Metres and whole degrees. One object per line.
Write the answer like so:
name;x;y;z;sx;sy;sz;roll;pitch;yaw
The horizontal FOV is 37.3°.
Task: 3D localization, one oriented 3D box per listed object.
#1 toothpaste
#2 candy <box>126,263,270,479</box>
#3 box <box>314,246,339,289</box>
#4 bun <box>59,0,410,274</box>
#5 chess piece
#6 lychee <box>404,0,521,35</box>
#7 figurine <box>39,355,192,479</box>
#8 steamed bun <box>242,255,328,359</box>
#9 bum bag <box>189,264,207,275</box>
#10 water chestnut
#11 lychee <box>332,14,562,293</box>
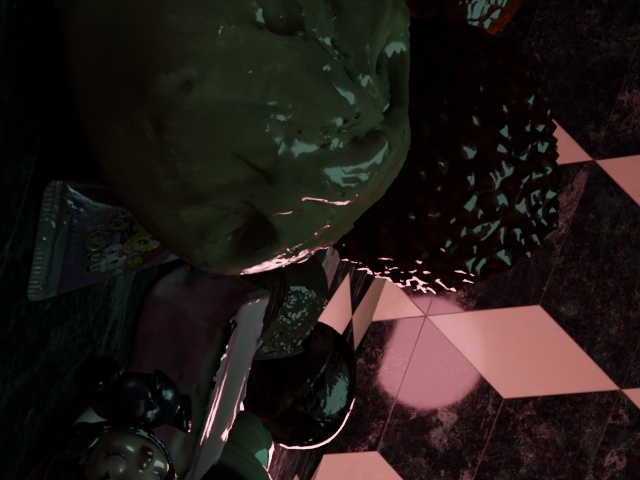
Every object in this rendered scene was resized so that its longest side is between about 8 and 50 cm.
toothpaste;-0.137;-0.022;0.885;0.299;0.073;0.114;-16;132;-50
candy;-0.158;0.170;1.145;0.155;0.116;0.265;-42;150;-69
box;0.001;0.000;1.709;0.139;0.073;0.194;4;106;-78
bun;-0.034;-0.140;0.774;0.362;0.235;0.326;49;46;-55
chess piece;-0.147;0.349;1.401;0.299;0.195;0.194;-58;167;-81
lychee;0.233;-0.455;1.596;0.255;0.255;0.299;67;41;-74
figurine;-0.227;0.239;0.967;0.145;0.145;0.222;92;10;-58
steamed bun;-0.062;0.102;1.459;0.145;0.106;0.175;4;106;-62
bum bag;-0.125;-0.044;1.072;0.087;0.049;0.197;-49;148;-50
water chestnut;-0.046;0.234;1.627;0.223;0.238;0.223;-46;-162;20
lychee;0.157;-0.135;1.433;0.500;0.425;0.424;30;77;-39
